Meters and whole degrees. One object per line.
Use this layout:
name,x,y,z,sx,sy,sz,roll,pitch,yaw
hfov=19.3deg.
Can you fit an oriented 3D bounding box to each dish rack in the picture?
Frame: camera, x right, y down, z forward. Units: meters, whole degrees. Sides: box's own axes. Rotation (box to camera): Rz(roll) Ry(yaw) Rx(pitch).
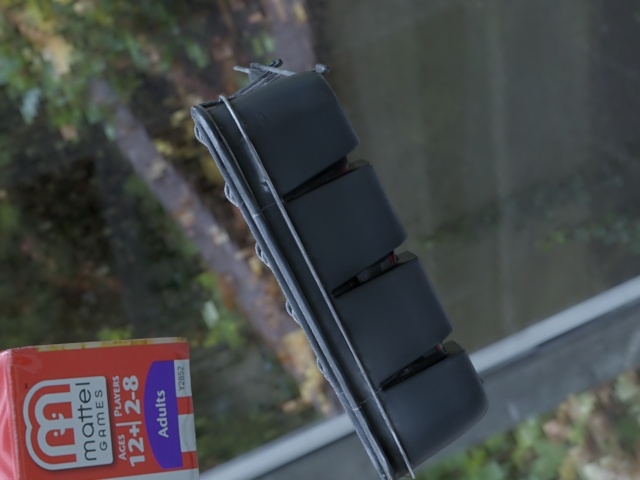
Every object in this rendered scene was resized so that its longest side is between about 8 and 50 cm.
dish rack,0.000,0.000,0.996,0.208,0.074,0.271,64,175,-11

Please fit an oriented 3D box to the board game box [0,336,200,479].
board game box,-0.094,0.105,0.422,0.193,0.045,0.147,-15,80,48
